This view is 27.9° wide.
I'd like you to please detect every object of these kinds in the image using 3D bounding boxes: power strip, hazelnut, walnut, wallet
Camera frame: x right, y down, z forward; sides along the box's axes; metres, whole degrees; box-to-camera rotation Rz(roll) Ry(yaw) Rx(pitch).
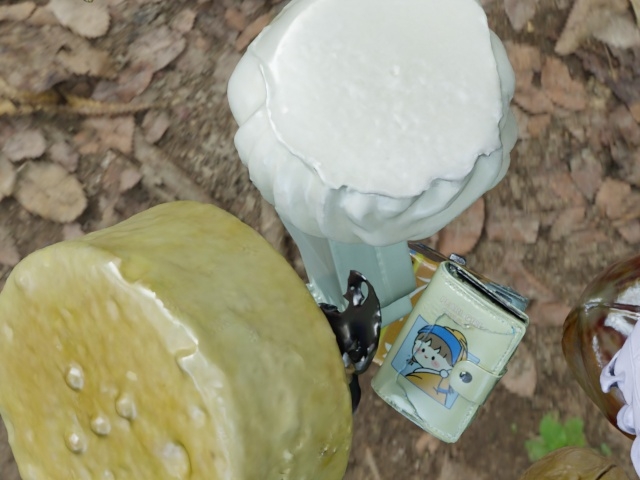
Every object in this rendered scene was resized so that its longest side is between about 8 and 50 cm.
[{"bbox_3d":[0.000,0.000,1.384,0.141,0.229,0.261,-25,132,-10],"label":"power strip"},{"bbox_3d":[0.376,0.105,1.411,0.229,0.229,0.230,3,113,7],"label":"hazelnut"},{"bbox_3d":[0.311,0.350,1.604,0.167,0.207,0.167,28,139,28],"label":"walnut"},{"bbox_3d":[0.124,0.112,1.251,0.110,0.039,0.155,36,119,16],"label":"wallet"}]

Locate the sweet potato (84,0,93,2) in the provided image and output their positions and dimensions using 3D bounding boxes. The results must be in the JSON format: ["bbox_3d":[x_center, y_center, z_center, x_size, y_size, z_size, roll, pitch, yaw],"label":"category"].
[{"bbox_3d":[-0.340,-0.337,1.500,0.226,0.068,0.068,39,113,12],"label":"sweet potato"}]

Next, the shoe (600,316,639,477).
[{"bbox_3d":[0.173,0.089,0.561,0.095,0.137,0.245,35,79,-41],"label":"shoe"}]

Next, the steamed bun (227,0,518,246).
[{"bbox_3d":[0.037,-0.078,0.805,0.182,0.106,0.183,0,76,0],"label":"steamed bun"}]

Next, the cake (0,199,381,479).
[{"bbox_3d":[-0.082,0.113,1.156,0.332,0.321,0.332,15,115,36],"label":"cake"}]

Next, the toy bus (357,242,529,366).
[{"bbox_3d":[0.149,0.100,1.660,0.194,0.323,0.162,27,94,9],"label":"toy bus"}]
